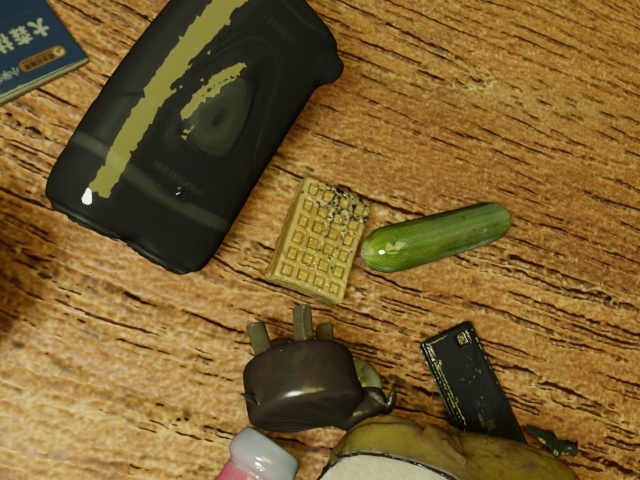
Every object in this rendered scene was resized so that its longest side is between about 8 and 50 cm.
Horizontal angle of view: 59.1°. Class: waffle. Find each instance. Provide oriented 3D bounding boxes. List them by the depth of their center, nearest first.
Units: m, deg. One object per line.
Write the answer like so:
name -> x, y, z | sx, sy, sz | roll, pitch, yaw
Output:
waffle -> 0.000, 0.000, 0.724 | 0.102, 0.042, 0.148 | 23, 70, -9

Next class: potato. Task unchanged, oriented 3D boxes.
potato -> 0.144, 0.305, 0.613 | 0.299, 0.196, 0.247 | 30, 111, 13

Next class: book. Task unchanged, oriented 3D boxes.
book -> -0.471, -0.295, 0.682 | 0.228, 0.018, 0.322 | -37, 88, -21

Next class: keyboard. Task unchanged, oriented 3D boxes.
keyboard -> 0.210, 0.224, 0.734 | 0.093, 0.025, 0.230 | -20, 82, -18

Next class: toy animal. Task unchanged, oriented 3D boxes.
toy animal -> 0.306, 0.275, 0.746 | 0.084, 0.028, 0.050 | 20, 70, -13

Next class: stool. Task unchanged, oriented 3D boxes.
stool -> 0.000, 0.155, 0.640 | 0.217, 0.125, 0.121 | 17, 46, -34

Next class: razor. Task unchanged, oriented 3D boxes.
razor -> -0.132, -0.136, 0.636 | 0.204, 0.113, 0.349 | 37, 83, -33

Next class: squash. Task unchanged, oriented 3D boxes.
squash -> 0.158, -0.006, 0.761 | 0.228, 0.066, 0.066 | -15, 80, -21

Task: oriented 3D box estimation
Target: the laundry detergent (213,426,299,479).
laundry detergent -> -0.142, 0.350, 0.567 | 0.159, 0.088, 0.335 | 36, 68, -3
